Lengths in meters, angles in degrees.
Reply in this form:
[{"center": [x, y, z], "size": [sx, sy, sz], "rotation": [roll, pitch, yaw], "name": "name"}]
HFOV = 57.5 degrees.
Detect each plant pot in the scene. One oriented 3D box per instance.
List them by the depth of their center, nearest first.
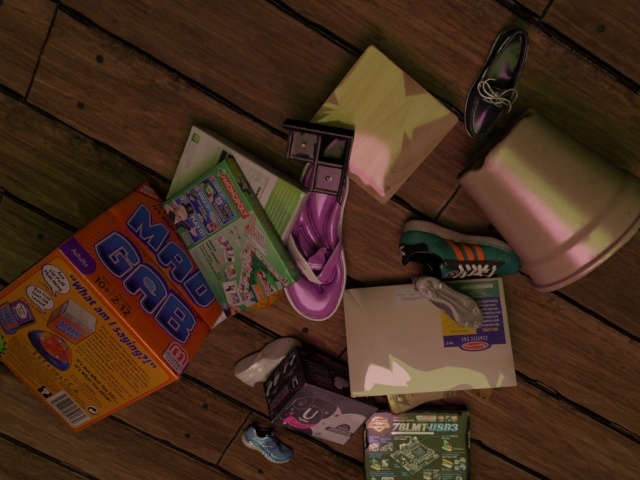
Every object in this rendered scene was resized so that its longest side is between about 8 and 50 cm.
[{"center": [0.482, -0.111, 1.275], "size": [0.305, 0.334, 0.334], "rotation": [43, 108, -1], "name": "plant pot"}]

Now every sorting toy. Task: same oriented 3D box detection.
[{"center": [0.130, -0.265, 1.337], "size": [0.255, 0.089, 0.257], "rotation": [37, 109, -10], "name": "sorting toy"}]

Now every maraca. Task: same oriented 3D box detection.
[{"center": [-0.134, 0.103, 1.493], "size": [0.185, 0.099, 0.127], "rotation": [-40, 128, -7], "name": "maraca"}]

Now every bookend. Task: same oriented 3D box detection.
[{"center": [-0.014, -0.177, 1.293], "size": [0.157, 0.072, 0.156], "rotation": [11, 111, 0], "name": "bookend"}]

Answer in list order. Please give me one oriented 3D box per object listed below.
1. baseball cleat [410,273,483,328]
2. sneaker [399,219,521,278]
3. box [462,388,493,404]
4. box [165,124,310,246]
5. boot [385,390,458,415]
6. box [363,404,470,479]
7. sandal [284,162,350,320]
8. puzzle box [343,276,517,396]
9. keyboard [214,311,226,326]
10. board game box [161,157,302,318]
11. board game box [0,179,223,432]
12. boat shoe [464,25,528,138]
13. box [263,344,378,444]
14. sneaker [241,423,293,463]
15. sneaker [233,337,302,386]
[{"center": [0.308, 0.139, 1.423], "size": [0.206, 0.109, 0.072], "rotation": [39, 90, -18], "name": "baseball cleat"}, {"center": [0.336, 0.050, 1.412], "size": [0.302, 0.121, 0.108], "rotation": [15, 151, 4], "name": "sneaker"}, {"center": [0.383, 0.306, 1.525], "size": [0.201, 0.021, 0.164], "rotation": [34, 70, -7], "name": "box"}, {"center": [-0.205, -0.097, 1.385], "size": [0.322, 0.058, 0.232], "rotation": [33, 113, 13], "name": "box"}, {"center": [0.253, 0.319, 1.554], "size": [0.203, 0.095, 0.262], "rotation": [-14, 95, -1], "name": "boot"}, {"center": [0.266, 0.611, 1.621], "size": [0.295, 0.073, 0.294], "rotation": [-1, 86, 2], "name": "box"}, {"center": [-0.016, 0.000, 1.408], "size": [0.169, 0.102, 0.417], "rotation": [2, 100, 0], "name": "sandal"}, {"center": [0.268, 0.244, 1.465], "size": [0.408, 0.052, 0.272], "rotation": [-4, 77, 4], "name": "puzzle box"}, {"center": [-0.320, 0.216, 1.590], "size": [0.256, 0.014, 0.072], "rotation": [-36, 105, 16], "name": "keyboard"}, {"center": [-0.209, -0.001, 1.353], "size": [0.213, 0.046, 0.317], "rotation": [-29, 91, 25], "name": "board game box"}, {"center": [-0.487, 0.148, 1.360], "size": [0.356, 0.356, 0.357], "rotation": [-30, 106, 25], "name": "board game box"}, {"center": [0.394, -0.343, 1.296], "size": [0.095, 0.079, 0.255], "rotation": [21, 111, -5], "name": "boat shoe"}, {"center": [-0.002, 0.415, 1.540], "size": [0.247, 0.142, 0.163], "rotation": [28, 111, -28], "name": "box"}, {"center": [-0.147, 0.589, 1.698], "size": [0.162, 0.063, 0.073], "rotation": [30, 107, -8], "name": "sneaker"}, {"center": [-0.129, 0.340, 1.603], "size": [0.212, 0.080, 0.094], "rotation": [-27, 120, 19], "name": "sneaker"}]
